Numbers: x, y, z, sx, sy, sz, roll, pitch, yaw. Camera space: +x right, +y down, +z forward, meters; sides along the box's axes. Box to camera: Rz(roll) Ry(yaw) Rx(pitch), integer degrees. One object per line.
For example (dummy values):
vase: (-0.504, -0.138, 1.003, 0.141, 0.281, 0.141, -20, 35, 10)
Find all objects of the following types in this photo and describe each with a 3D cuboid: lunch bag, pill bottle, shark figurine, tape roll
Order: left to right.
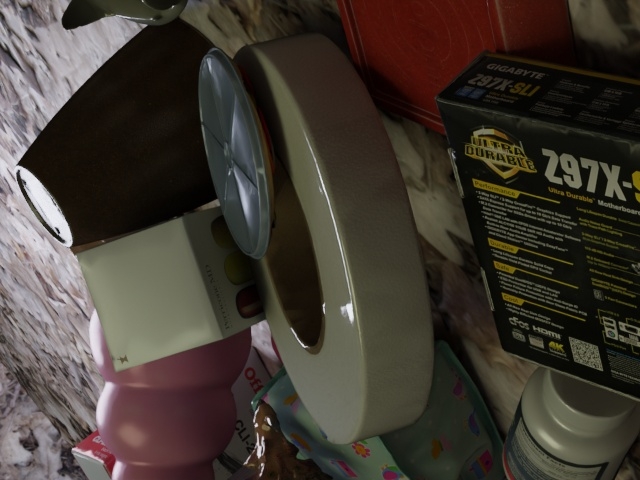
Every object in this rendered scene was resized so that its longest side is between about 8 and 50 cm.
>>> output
shark figurine: (-0.220, -0.259, 1.571, 0.278, 0.116, 0.166, 34, 151, 42)
tape roll: (0.000, 0.000, 1.388, 0.392, 0.072, 0.392, 166, 90, -75)
lunch bag: (0.086, 0.231, 1.615, 0.223, 0.160, 0.262, 6, 139, 50)
pill bottle: (0.228, 0.162, 1.313, 0.108, 0.108, 0.180, 44, 154, 22)

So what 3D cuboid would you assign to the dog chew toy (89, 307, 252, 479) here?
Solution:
dog chew toy: (-0.195, 0.202, 1.863, 0.207, 0.207, 0.331, -3, 83, 63)

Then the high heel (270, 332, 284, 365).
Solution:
high heel: (0.006, 0.166, 1.728, 0.117, 0.082, 0.244, 26, 124, 49)

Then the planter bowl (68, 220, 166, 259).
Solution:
planter bowl: (-0.280, -0.026, 2.003, 0.162, 0.109, 0.162, 41, 154, 25)

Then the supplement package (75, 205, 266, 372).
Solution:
supplement package: (-0.134, 0.041, 1.597, 0.134, 0.244, 0.139, -19, 91, 21)

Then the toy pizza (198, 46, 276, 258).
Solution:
toy pizza: (-0.071, -0.082, 1.370, 0.201, 0.032, 0.201, 167, 90, -74)

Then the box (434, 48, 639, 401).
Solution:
box: (0.250, 0.011, 1.049, 0.322, 0.079, 0.257, 17, 137, 41)

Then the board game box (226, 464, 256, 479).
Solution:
board game box: (-0.067, 0.332, 1.850, 0.053, 0.305, 0.193, 58, 157, -15)

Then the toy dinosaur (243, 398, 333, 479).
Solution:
toy dinosaur: (0.015, 0.318, 1.541, 0.296, 0.127, 0.200, 30, 142, 16)

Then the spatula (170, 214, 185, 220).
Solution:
spatula: (-0.215, -0.076, 1.912, 0.296, 0.030, 0.084, 54, 158, -1)

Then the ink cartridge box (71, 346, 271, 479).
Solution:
ink cartridge box: (-0.173, 0.294, 2.043, 0.114, 0.273, 0.197, 4, 126, 56)

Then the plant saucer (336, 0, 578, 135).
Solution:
plant saucer: (0.093, -0.178, 1.177, 0.259, 0.048, 0.258, 28, 146, 44)

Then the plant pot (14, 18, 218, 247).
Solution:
plant pot: (-0.214, -0.099, 1.626, 0.215, 0.230, 0.215, 42, 153, 26)
